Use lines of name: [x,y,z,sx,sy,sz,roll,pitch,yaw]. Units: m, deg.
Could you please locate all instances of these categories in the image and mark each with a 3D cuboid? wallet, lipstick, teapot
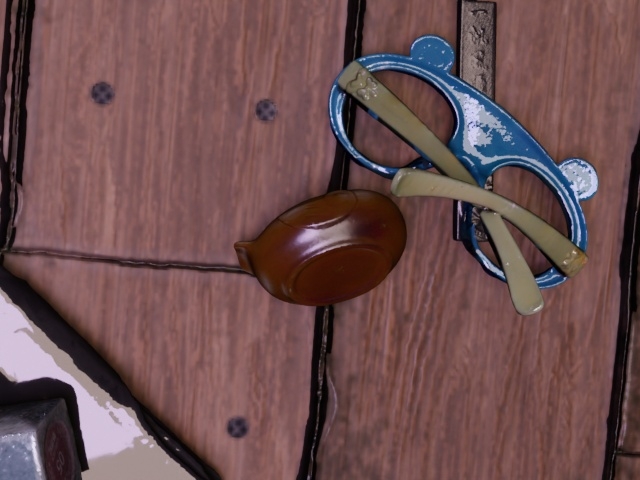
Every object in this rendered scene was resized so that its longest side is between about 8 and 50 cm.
wallet: [-0.254,0.132,0.738,0.377,0.051,0.197,44,90,-7]
lipstick: [-0.315,0.167,0.676,0.290,0.076,0.077,-9,100,2]
teapot: [0.000,0.000,0.757,0.129,0.078,0.098,-19,138,-1]

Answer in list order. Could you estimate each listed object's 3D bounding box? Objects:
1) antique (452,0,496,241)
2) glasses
antique: [0.122,-0.095,0.794,0.031,0.015,0.192,0,93,-7]
glasses: [0.092,-0.029,0.716,0.239,0.207,0.102,41,125,-4]
